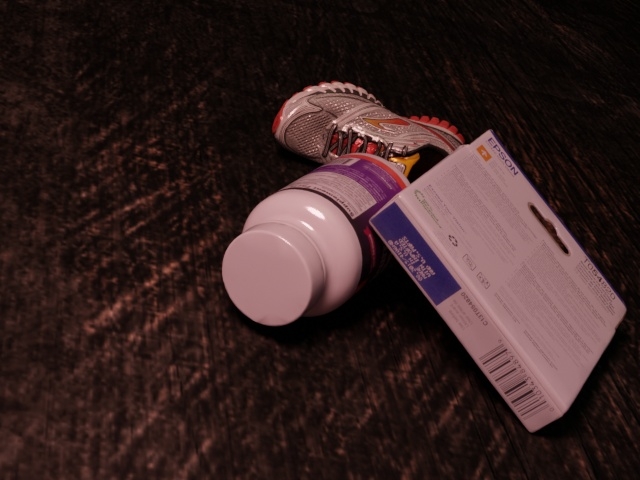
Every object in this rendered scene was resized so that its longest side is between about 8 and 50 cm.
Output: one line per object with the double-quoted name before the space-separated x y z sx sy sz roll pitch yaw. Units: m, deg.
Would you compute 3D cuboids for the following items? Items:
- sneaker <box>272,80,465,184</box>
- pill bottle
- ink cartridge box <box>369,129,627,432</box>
"sneaker" 0.060 -0.099 1.247 0.225 0.088 0.093 11 31 -17
"pill bottle" 0.000 0.000 1.008 0.108 0.108 0.193 29 29 16
"ink cartridge box" 0.162 0.026 1.044 0.223 0.045 0.224 53 33 2
